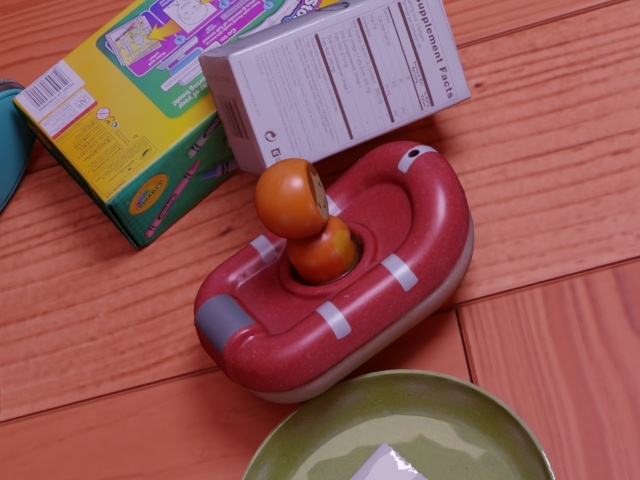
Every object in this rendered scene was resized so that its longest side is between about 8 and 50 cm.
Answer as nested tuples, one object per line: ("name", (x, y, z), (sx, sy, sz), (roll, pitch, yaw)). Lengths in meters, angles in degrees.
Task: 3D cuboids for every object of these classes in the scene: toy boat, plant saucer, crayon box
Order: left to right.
("crayon box", (-0.110, -0.145, 1.224), (0.278, 0.081, 0.165), (-40, 56, -8))
("toy boat", (0.000, 0.000, 1.041), (0.231, 0.151, 0.151), (-36, 40, -11))
("plant saucer", (0.052, 0.208, 0.983), (0.241, 0.037, 0.241), (-8, 58, 13))

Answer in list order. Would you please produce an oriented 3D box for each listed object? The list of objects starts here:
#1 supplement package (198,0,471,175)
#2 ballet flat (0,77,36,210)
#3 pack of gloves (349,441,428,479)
("supplement package", (0.010, -0.132, 1.116), (0.179, 0.105, 0.105), (-23, 13, -15))
("ballet flat", (-0.359, -0.014, 1.218), (0.106, 0.107, 0.316), (8, 61, 31))
("pack of gloves", (0.023, 0.265, 0.909), (0.232, 0.046, 0.195), (-44, 58, -10))
